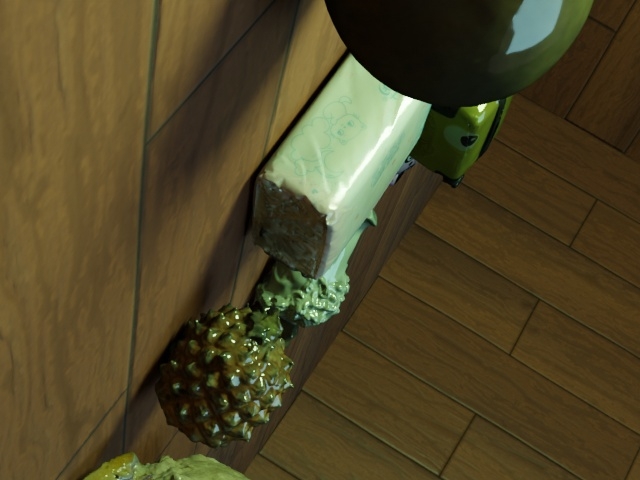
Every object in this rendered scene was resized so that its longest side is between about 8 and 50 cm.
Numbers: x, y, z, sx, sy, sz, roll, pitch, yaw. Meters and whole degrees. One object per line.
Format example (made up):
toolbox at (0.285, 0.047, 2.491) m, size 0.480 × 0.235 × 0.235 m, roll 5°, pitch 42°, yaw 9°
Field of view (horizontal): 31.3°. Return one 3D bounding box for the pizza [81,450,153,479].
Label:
pizza at (-0.300, 0.376, 1.330) m, size 0.305 × 0.086 × 0.161 m, roll -56°, pitch 151°, yaw -31°

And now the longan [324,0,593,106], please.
longan at (0.117, -0.241, 0.984) m, size 0.258 × 0.258 × 0.258 m, roll -57°, pitch 172°, yaw -12°

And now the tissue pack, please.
tissue pack at (0.030, -0.107, 1.414) m, size 0.271 × 0.124 × 0.201 m, roll -54°, pitch 168°, yaw -24°

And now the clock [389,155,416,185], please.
clock at (0.180, -0.226, 2.034) m, size 0.248 × 0.090 × 0.227 m, roll -54°, pitch 171°, yaw -18°

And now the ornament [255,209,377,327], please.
ornament at (0.015, 0.000, 1.713) m, size 0.285 × 0.130 × 0.120 m, roll -61°, pitch -175°, yaw 14°

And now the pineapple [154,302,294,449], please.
pineapple at (-0.108, 0.154, 1.407) m, size 0.193 × 0.166 × 0.166 m, roll -47°, pitch 176°, yaw 19°

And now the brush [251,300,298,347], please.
brush at (-0.118, 0.200, 1.863) m, size 0.071 × 0.084 × 0.301 m, roll -53°, pitch 177°, yaw -41°

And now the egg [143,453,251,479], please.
egg at (-0.190, 0.446, 1.679) m, size 0.279 × 0.279 × 0.310 m, roll -54°, pitch 170°, yaw -31°

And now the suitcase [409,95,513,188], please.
suitcase at (0.172, -0.209, 1.636) m, size 0.143 × 0.194 × 0.235 m, roll -49°, pitch 168°, yaw -23°
